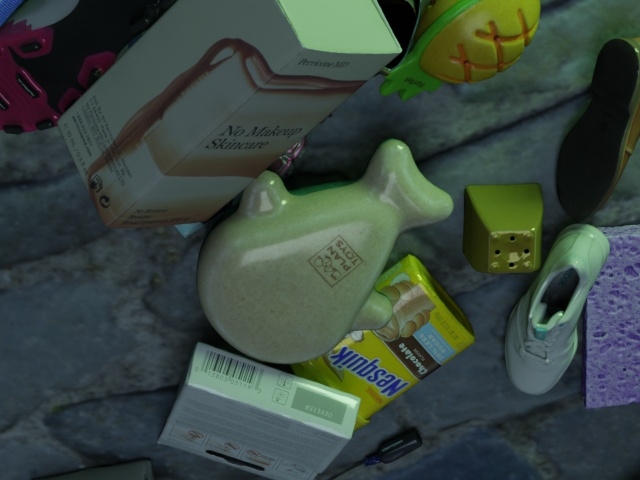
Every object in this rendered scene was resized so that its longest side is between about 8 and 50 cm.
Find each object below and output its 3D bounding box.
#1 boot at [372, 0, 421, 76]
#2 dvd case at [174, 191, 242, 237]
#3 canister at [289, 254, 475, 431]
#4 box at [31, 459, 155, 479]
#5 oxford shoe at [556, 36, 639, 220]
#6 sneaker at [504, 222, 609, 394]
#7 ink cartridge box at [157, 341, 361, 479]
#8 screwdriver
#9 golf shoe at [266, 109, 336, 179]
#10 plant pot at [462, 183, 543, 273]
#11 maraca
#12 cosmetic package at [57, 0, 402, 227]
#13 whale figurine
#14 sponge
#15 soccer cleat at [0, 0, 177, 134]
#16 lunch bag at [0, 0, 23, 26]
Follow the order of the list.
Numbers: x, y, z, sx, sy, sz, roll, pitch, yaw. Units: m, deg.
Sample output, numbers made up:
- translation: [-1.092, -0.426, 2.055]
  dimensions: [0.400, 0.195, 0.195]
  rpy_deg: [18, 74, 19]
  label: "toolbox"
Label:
- translation: [0.082, -0.249, 1.714]
  dimensions: [0.082, 0.106, 0.219]
  rpy_deg: [21, 93, -21]
  label: "boot"
- translation: [-0.142, -0.070, 1.866]
  dimensions: [0.087, 0.013, 0.119]
  rpy_deg: [-32, 111, 12]
  label: "dvd case"
- translation: [0.064, 0.108, 1.928]
  dimensions: [0.170, 0.073, 0.126]
  rpy_deg: [-37, 112, 12]
  label: "canister"
- translation: [-0.228, 0.413, 2.031]
  dimensions: [0.148, 0.121, 0.311]
  rpy_deg: [-11, 116, 4]
  label: "box"
- translation: [0.303, -0.111, 1.841]
  dimensions: [0.076, 0.076, 0.212]
  rpy_deg: [-14, 135, -40]
  label: "oxford shoe"
- translation: [0.236, 0.086, 1.897]
  dimensions: [0.080, 0.094, 0.212]
  rpy_deg: [21, 123, 10]
  label: "sneaker"
- translation: [-0.069, 0.191, 1.925]
  dimensions: [0.181, 0.056, 0.224]
  rpy_deg: [19, 157, -5]
  label: "ink cartridge box"
- translation: [0.038, 0.254, 2.027]
  dimensions: [0.170, 0.024, 0.025]
  rpy_deg: [-24, 85, 16]
  label: "screwdriver"
- translation: [-0.028, -0.146, 1.804]
  dimensions: [0.086, 0.067, 0.186]
  rpy_deg: [31, 110, -17]
  label: "golf shoe"
- translation: [0.193, -0.005, 1.873]
  dimensions: [0.081, 0.083, 0.081]
  rpy_deg: [-2, 115, -3]
  label: "plant pot"
- translation: [0.137, -0.197, 1.769]
  dimensions: [0.186, 0.099, 0.127]
  rpy_deg: [-38, 155, 23]
  label: "maraca"
- translation: [-0.088, -0.142, 1.679]
  dimensions: [0.296, 0.153, 0.129]
  rpy_deg: [-40, 68, 35]
  label: "cosmetic package"
- translation: [0.000, 0.000, 1.836]
  dimensions: [0.272, 0.141, 0.216]
  rpy_deg: [-39, 110, 13]
  label: "whale figurine"
- translation: [0.342, 0.082, 1.950]
  dimensions: [0.117, 0.031, 0.210]
  rpy_deg: [-4, 115, -1]
  label: "sponge"
- translation: [-0.216, -0.216, 1.747]
  dimensions: [0.331, 0.143, 0.116]
  rpy_deg: [-32, 110, 37]
  label: "soccer cleat"
- translation: [-0.465, -0.250, 1.647]
  dimensions: [0.328, 0.239, 0.385]
  rpy_deg: [42, 114, -18]
  label: "lunch bag"
